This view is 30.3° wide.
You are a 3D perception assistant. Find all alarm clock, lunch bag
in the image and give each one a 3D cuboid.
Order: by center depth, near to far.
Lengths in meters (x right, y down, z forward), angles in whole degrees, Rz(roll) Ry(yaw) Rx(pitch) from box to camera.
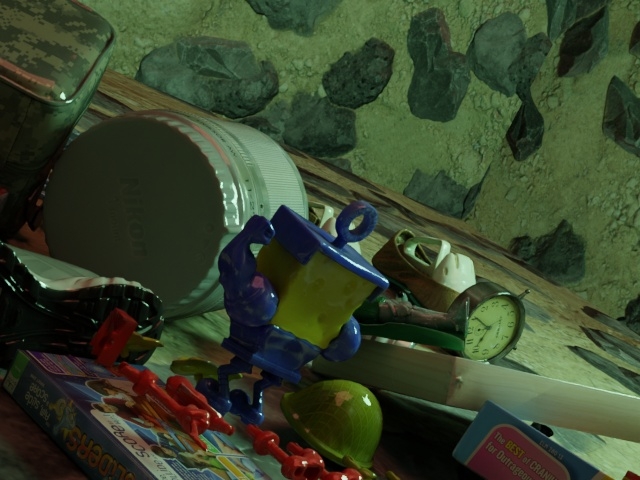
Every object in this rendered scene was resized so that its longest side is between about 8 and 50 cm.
[{"bbox_3d":[-0.400,-0.157,1.225,0.305,0.256,0.212,27,35,-9],"label":"lunch bag"},{"bbox_3d":[0.237,0.130,1.833,0.192,0.129,0.064,-6,26,-35],"label":"alarm clock"}]

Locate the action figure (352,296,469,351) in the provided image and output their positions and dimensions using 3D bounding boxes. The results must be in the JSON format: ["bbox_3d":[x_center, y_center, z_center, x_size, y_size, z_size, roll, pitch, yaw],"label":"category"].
[{"bbox_3d":[0.044,0.078,1.286,0.232,0.063,0.137,3,1,9],"label":"action figure"}]

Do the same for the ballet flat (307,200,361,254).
[{"bbox_3d":[0.000,0.000,1.924,0.108,0.106,0.316,21,11,-34],"label":"ballet flat"}]

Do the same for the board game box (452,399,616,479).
[{"bbox_3d":[0.293,0.279,1.114,0.316,0.064,0.242,31,-5,25],"label":"board game box"}]

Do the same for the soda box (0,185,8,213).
[{"bbox_3d":[-0.433,-0.064,1.099,0.263,0.083,0.092,26,9,-3],"label":"soda box"}]

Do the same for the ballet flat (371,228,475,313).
[{"bbox_3d":[0.205,0.064,2.098,0.116,0.124,0.342,22,10,-29],"label":"ballet flat"}]

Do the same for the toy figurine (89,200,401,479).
[{"bbox_3d":[0.011,0.078,0.999,0.362,0.217,0.191,30,2,-45],"label":"toy figurine"}]

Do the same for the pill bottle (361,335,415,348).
[{"bbox_3d":[0.047,0.116,1.479,0.137,0.078,0.078,29,9,10],"label":"pill bottle"}]

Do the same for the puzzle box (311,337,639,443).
[{"bbox_3d":[0.229,0.177,1.353,0.409,0.052,0.272,15,-6,-29],"label":"puzzle box"}]

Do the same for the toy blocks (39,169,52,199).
[{"bbox_3d":[-0.385,-0.093,1.505,0.148,0.054,0.123,30,7,8],"label":"toy blocks"}]

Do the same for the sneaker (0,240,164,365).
[{"bbox_3d":[-0.261,0.049,0.967,0.108,0.100,0.271,16,-5,45],"label":"sneaker"}]

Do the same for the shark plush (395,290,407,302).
[{"bbox_3d":[0.118,0.135,1.767,0.067,0.073,0.161,50,-6,16],"label":"shark plush"}]

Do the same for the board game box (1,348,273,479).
[{"bbox_3d":[-0.132,0.151,0.891,0.201,0.035,0.136,34,11,39],"label":"board game box"}]

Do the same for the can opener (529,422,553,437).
[{"bbox_3d":[0.252,0.242,1.417,0.073,0.059,0.186,30,10,23],"label":"can opener"}]

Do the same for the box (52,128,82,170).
[{"bbox_3d":[-0.460,-0.170,1.711,0.233,0.059,0.183,27,10,-1],"label":"box"}]

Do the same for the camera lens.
[{"bbox_3d":[-0.147,-0.028,1.280,0.219,0.219,0.274,29,9,14],"label":"camera lens"}]

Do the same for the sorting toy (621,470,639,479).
[{"bbox_3d":[0.428,0.306,1.153,0.274,0.046,0.132,34,-5,4],"label":"sorting toy"}]
